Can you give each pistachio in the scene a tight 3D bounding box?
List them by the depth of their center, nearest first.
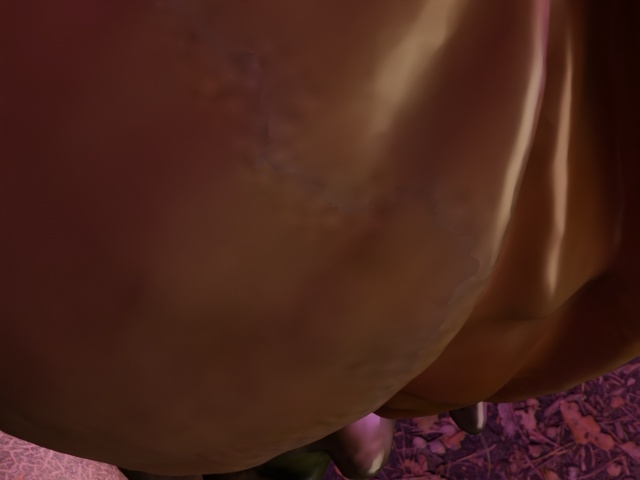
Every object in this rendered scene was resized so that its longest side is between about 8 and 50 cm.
[{"bbox_3d":[0.001,-0.068,0.445,0.230,0.230,0.309,-58,178,-39],"label":"pistachio"}]

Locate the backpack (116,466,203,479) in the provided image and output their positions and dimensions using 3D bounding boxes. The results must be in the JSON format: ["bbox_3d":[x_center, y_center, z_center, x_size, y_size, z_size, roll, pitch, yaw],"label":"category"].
[{"bbox_3d":[-0.084,0.127,1.008,0.253,0.140,0.207,-87,-168,-69],"label":"backpack"}]

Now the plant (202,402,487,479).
[{"bbox_3d":[-0.012,-0.032,0.832,0.251,0.180,0.333,-18,-155,11],"label":"plant"}]

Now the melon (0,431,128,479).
[{"bbox_3d":[-0.125,0.129,0.653,0.139,0.139,0.192,-62,173,9],"label":"melon"}]
